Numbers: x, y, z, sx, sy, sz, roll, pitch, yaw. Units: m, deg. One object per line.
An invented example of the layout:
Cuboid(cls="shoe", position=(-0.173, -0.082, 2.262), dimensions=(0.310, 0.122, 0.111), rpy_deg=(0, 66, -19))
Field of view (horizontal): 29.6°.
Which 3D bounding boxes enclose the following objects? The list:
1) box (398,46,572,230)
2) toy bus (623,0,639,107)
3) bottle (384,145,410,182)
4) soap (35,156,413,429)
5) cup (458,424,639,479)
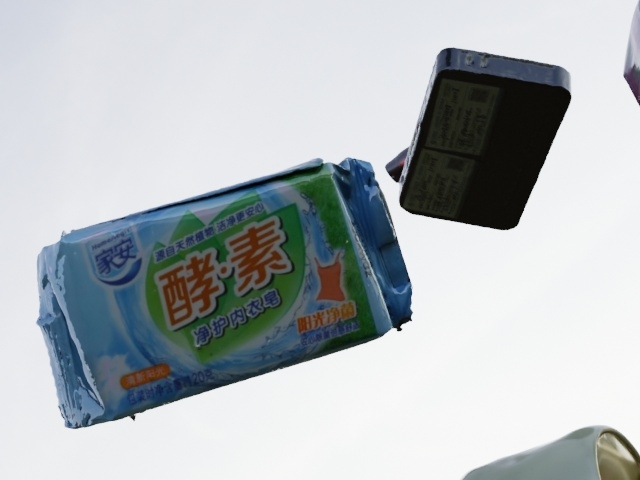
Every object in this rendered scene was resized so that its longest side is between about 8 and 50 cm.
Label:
Cuboid(cls="box", position=(0.251, -0.152, 1.910), dimensions=(0.211, 0.058, 0.350), rpy_deg=(11, -37, -2))
Cuboid(cls="toy bus", position=(0.428, -0.207, 1.375), dimensions=(0.128, 0.302, 0.147), rpy_deg=(11, -58, -3))
Cuboid(cls="bottle", position=(0.193, -0.161, 2.221), dimensions=(0.164, 0.060, 0.060), rpy_deg=(-31, -31, 27))
Cuboid(cls="soap", position=(-0.074, 0.037, 0.944), dimensions=(0.293, 0.156, 0.077), rpy_deg=(-18, 0, -18))
Cuboid(cls="cup", position=(0.279, 0.329, 1.346), dimensions=(0.202, 0.173, 0.255), rpy_deg=(-28, -46, 29))
